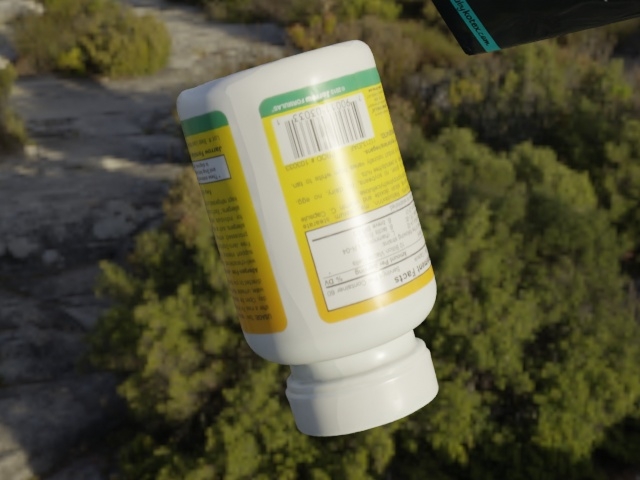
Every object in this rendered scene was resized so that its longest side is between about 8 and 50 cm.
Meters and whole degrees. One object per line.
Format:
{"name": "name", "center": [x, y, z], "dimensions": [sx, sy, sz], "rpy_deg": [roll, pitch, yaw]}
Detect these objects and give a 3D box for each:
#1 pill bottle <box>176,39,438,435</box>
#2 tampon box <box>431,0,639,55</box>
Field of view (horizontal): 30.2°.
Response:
{"name": "pill bottle", "center": [0.000, 0.000, 0.685], "dimensions": [0.117, 0.208, 0.117], "rpy_deg": [-16, 7, 2]}
{"name": "tampon box", "center": [0.106, -0.154, 0.415], "dimensions": [0.161, 0.120, 0.101], "rpy_deg": [-7, 42, 42]}
